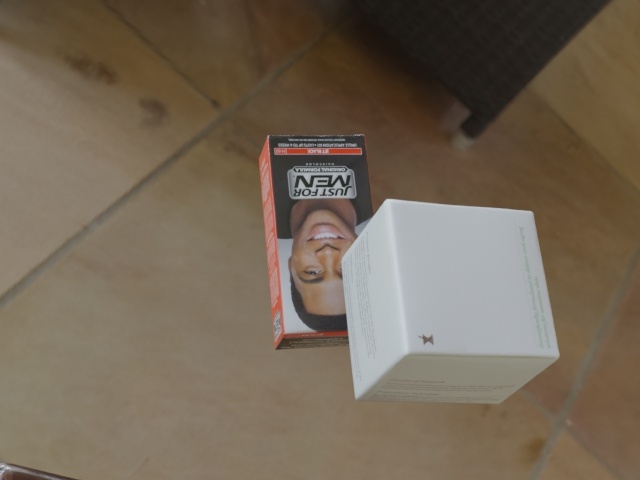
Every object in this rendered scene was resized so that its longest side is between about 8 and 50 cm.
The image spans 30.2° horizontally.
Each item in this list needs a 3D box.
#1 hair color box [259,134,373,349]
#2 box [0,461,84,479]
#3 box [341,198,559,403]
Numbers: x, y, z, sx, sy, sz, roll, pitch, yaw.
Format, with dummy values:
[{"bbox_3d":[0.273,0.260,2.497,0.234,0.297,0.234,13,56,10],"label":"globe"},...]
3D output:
[{"bbox_3d":[0.000,0.000,0.805,0.072,0.043,0.141,-2,71,-13],"label":"hair color box"},{"bbox_3d":[-0.088,0.226,0.615,0.381,0.191,0.143,31,50,-48],"label":"box"},{"bbox_3d":[0.076,0.040,0.725,0.102,0.087,0.101,3,63,-17],"label":"box"}]
